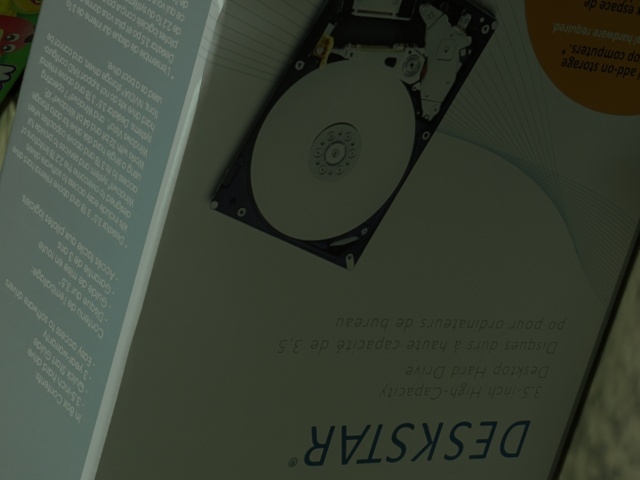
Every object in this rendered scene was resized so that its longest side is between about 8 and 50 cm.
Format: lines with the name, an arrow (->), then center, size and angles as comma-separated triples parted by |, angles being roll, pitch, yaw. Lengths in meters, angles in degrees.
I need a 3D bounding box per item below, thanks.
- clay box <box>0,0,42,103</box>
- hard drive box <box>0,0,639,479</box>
clay box -> -0.187, -0.123, 0.934 | 0.222, 0.053, 0.127 | -48, 51, 41
hard drive box -> 0.000, 0.000, 0.573 | 0.089, 0.181, 0.232 | 36, 116, 47
